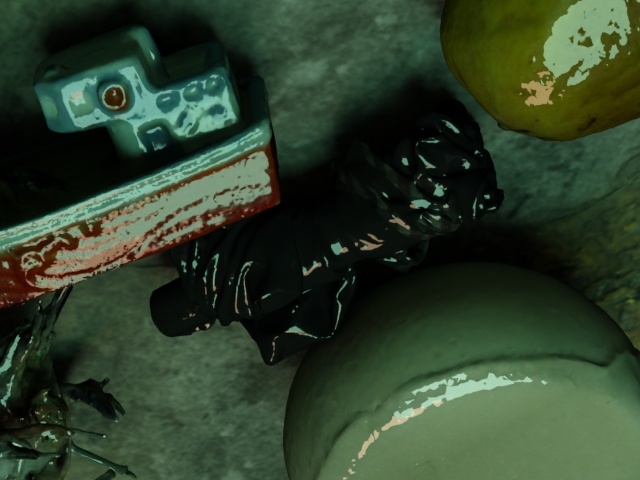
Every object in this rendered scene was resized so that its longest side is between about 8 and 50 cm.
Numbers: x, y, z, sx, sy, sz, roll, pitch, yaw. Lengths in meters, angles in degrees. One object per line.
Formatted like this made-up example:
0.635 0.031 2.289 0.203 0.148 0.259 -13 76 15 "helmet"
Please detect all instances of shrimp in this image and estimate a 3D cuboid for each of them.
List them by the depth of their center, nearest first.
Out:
-0.225 0.153 1.414 0.172 0.137 0.372 -20 161 -49 "shrimp"

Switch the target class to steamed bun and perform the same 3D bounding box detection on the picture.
0.107 0.126 1.412 0.283 0.177 0.283 -7 133 -8 "steamed bun"

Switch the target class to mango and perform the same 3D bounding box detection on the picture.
0.204 -0.162 1.185 0.262 0.130 0.167 -20 131 -1 "mango"

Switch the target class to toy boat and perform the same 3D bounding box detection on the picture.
-0.194 -0.045 1.209 0.332 0.145 0.133 -20 112 5 "toy boat"

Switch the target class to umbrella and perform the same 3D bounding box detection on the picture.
0.001 0.000 1.312 0.272 0.110 0.122 -28 137 14 "umbrella"
